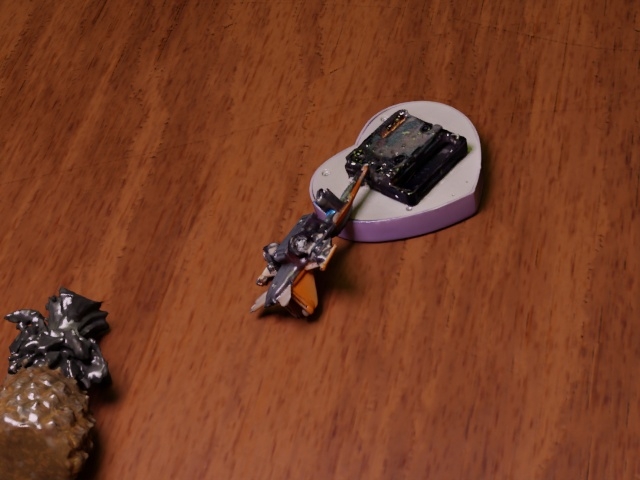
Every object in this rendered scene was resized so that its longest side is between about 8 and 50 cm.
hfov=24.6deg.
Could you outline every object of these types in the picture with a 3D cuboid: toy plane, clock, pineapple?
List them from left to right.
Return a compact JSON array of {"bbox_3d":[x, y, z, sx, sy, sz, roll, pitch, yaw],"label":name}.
[{"bbox_3d":[-0.259,0.133,1.391,0.119,0.111,0.237,19,35,-9],"label":"pineapple"},{"bbox_3d":[-0.009,-0.007,1.455,0.135,0.062,0.188,-9,53,60],"label":"toy plane"},{"bbox_3d":[0.091,-0.077,1.532,0.172,0.064,0.198,25,57,37],"label":"clock"}]
